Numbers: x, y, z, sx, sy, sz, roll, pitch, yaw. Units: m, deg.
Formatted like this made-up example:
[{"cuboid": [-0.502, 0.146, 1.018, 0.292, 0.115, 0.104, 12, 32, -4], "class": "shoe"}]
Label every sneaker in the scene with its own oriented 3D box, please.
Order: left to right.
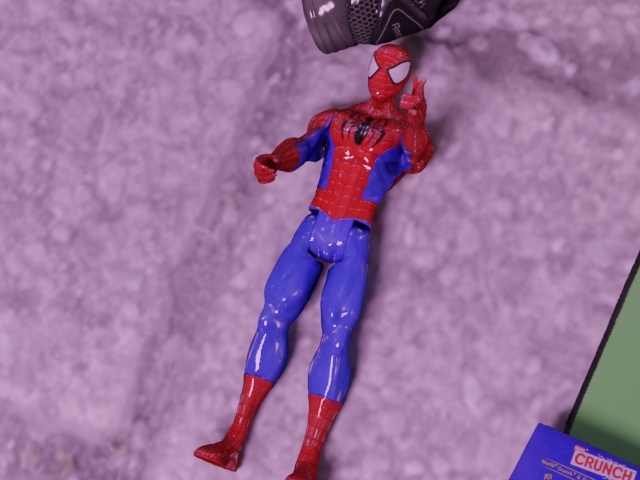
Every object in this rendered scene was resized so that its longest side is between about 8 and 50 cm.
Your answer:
[{"cuboid": [0.048, -0.237, 0.982, 0.130, 0.087, 0.227, -7, 77, 8], "class": "sneaker"}]

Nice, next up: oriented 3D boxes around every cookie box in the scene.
[{"cuboid": [0.140, 0.169, 0.859, 0.092, 0.040, 0.107, 24, 60, 17], "class": "cookie box"}]

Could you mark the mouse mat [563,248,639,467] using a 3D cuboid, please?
[{"cuboid": [0.253, 0.090, 0.893, 0.190, 0.007, 0.152, 22, 81, 17], "class": "mouse mat"}]

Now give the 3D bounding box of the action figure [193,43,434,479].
[{"cuboid": [0.000, 0.000, 0.905, 0.092, 0.139, 0.280, 15, 77, 14], "class": "action figure"}]
